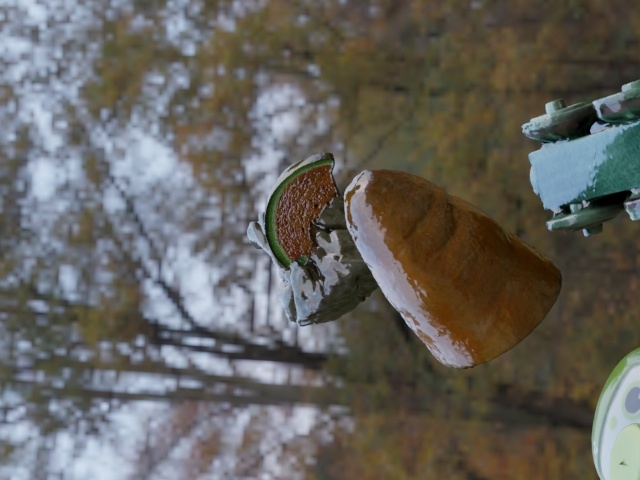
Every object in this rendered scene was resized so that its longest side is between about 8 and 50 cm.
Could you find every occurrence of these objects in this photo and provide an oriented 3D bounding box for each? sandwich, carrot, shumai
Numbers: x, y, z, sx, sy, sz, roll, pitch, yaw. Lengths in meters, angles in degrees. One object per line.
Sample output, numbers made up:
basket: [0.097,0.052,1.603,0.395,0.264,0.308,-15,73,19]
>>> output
sandwich: [-0.021,-0.035,1.656,0.029,0.067,0.135,-84,13,-62]
carrot: [0.115,0.006,1.668,0.225,0.159,0.159,45,-143,-20]
shumai: [-0.002,0.003,2.312,0.185,0.218,0.184,38,-132,-21]

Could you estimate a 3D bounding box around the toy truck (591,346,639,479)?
toy truck: [0.298,0.159,1.190,0.210,0.187,0.148,-64,-9,-81]

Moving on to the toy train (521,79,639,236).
toy train: [0.351,-0.097,1.670,0.304,0.221,0.150,-13,93,64]
